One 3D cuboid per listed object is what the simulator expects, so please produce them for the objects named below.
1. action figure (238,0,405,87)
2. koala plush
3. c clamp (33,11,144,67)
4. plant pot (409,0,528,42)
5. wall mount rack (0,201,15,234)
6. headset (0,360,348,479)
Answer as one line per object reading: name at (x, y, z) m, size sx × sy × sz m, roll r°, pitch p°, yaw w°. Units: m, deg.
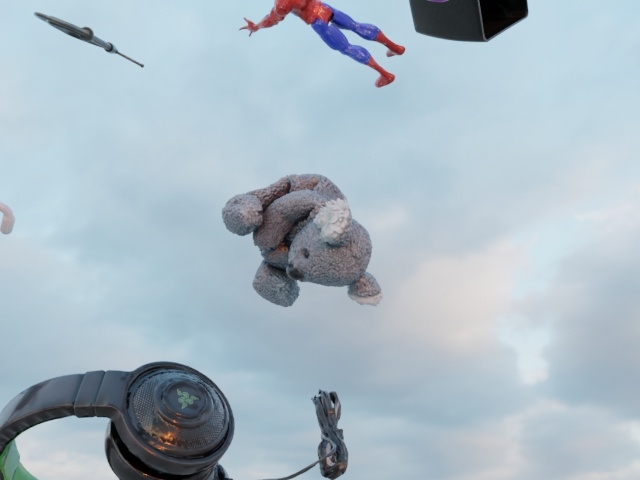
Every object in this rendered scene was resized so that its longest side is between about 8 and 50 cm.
action figure at (-0.011, -0.344, 0.944) m, size 0.280 × 0.091 × 0.139 m, roll 26°, pitch -11°, yaw -35°
koala plush at (0.000, 0.000, 0.879) m, size 0.221 × 0.203 × 0.196 m, roll 26°, pitch -36°, yaw 56°
c clamp at (-0.372, -0.327, 0.938) m, size 0.137 × 0.022 × 0.160 m, roll 24°, pitch 7°, yaw 2°
plant pot at (0.269, -0.487, 1.119) m, size 0.167 × 0.187 × 0.188 m, roll 9°, pitch -54°, yaw 43°
wall mount rack at (-0.565, 0.092, 0.814) m, size 0.131 × 0.350 × 0.304 m, roll 32°, pitch -65°, yaw -14°
headset at (-0.165, 0.236, 0.680) m, size 0.395 × 0.185 × 0.243 m, roll 3°, pitch -57°, yaw -5°
